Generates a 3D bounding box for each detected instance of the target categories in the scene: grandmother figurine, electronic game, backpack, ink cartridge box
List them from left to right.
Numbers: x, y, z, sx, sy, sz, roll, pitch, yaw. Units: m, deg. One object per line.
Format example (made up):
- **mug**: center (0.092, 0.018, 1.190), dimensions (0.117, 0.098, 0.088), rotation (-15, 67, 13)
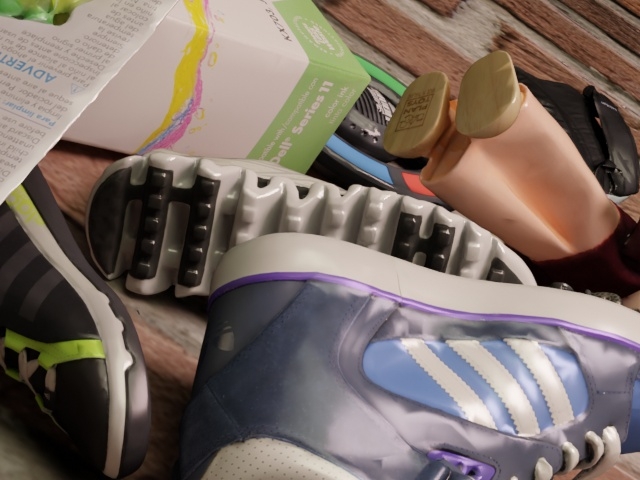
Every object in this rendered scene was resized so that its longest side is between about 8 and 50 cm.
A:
- **ink cartridge box**: center (-0.157, -0.169, 0.984), dimensions (0.353, 0.119, 0.207), rotation (10, 36, -45)
- **electronic game**: center (0.035, -0.104, 1.196), dimensions (0.229, 0.048, 0.229), rotation (27, 28, -16)
- **backpack**: center (0.211, -0.071, 1.270), dimensions (0.152, 0.115, 0.182), rotation (6, 39, -25)
- **grandmother figurine**: center (0.193, -0.005, 1.093), dimensions (0.342, 0.208, 0.104), rotation (39, 64, -32)

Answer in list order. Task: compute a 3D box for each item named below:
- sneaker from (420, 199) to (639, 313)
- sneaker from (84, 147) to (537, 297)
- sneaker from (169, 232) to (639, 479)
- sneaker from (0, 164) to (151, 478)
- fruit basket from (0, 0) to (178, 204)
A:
- **sneaker**: center (0.140, 0.052, 0.968), dimensions (0.130, 0.087, 0.227), rotation (-20, 48, -6)
- **sneaker**: center (0.000, 0.000, 0.897), dimensions (0.292, 0.110, 0.118), rotation (18, 14, -4)
- **sneaker**: center (0.076, 0.142, 0.747), dimensions (0.323, 0.130, 0.236), rotation (17, 54, -22)
- **sneaker**: center (-0.170, 0.040, 0.732), dimensions (0.097, 0.084, 0.234), rotation (-17, 52, -28)
- **fruit basket**: center (-0.233, -0.154, 0.727), dimensions (0.327, 0.165, 0.353), rotation (24, 56, 10)
